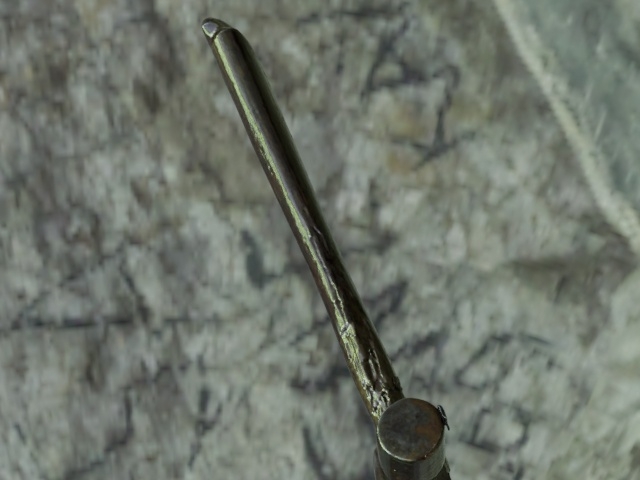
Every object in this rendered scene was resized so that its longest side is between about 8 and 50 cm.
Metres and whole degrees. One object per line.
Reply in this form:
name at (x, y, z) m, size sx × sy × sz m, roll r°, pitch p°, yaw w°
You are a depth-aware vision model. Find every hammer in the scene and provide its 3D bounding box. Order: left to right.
hammer at (0.000, 0.000, 0.579) m, size 0.021 × 0.065 × 0.178 m, roll -19°, pitch -113°, yaw -6°
